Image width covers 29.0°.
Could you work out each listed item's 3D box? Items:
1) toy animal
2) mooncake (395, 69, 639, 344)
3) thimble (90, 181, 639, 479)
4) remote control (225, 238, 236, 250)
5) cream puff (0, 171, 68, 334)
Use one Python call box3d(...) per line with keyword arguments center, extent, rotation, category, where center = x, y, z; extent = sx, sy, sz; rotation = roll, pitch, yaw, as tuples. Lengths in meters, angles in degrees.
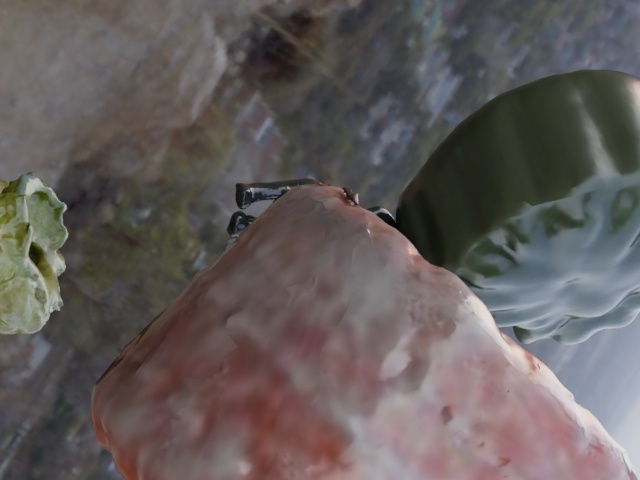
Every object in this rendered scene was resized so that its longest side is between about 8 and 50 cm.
box3d(center=(0.003, -0.003, 1.398), extent=(0.146, 0.245, 0.114), rotation=(-1, 133, -37), category="toy animal")
box3d(center=(0.266, -0.019, 1.338), extent=(0.351, 0.187, 0.351), rotation=(-10, 147, -7), category="mooncake")
box3d(center=(0.019, 0.105, 0.569), extent=(0.162, 0.239, 0.239), rotation=(-45, 163, -7), category="thimble")
box3d(center=(-0.028, 0.050, 1.162), extent=(0.184, 0.050, 0.027), rotation=(48, 47, -49), category="remote control")
box3d(center=(-0.424, -0.003, 1.644), extent=(0.185, 0.282, 0.282), rotation=(-41, 164, -3), category="cream puff")
